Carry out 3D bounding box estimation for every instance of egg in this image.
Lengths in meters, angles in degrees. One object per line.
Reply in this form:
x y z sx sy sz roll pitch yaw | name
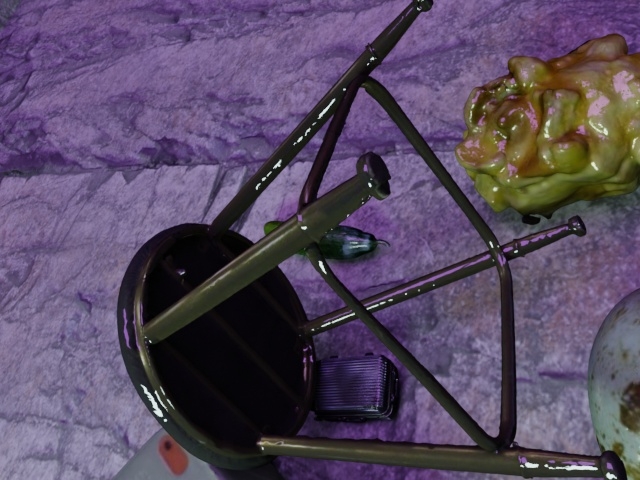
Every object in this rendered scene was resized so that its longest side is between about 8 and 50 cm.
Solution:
0.357 0.150 0.671 0.169 0.169 0.231 14 76 37 | egg

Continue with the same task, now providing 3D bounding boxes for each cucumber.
0.000 0.000 1.070 0.250 0.056 0.056 6 63 37 | cucumber

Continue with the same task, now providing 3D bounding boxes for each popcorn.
0.315 -0.144 0.868 0.286 0.252 0.215 -23 91 39 | popcorn

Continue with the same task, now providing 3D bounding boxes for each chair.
0.022 0.048 0.710 0.410 0.365 0.362 -27 27 31 | chair

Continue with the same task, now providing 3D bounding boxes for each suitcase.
0.042 0.201 0.901 0.126 0.059 0.086 -10 56 26 | suitcase

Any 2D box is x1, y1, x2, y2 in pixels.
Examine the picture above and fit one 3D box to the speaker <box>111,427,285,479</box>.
-0.081 0.394 0.760 0.183 0.184 0.406 -48 48 -5 | speaker
